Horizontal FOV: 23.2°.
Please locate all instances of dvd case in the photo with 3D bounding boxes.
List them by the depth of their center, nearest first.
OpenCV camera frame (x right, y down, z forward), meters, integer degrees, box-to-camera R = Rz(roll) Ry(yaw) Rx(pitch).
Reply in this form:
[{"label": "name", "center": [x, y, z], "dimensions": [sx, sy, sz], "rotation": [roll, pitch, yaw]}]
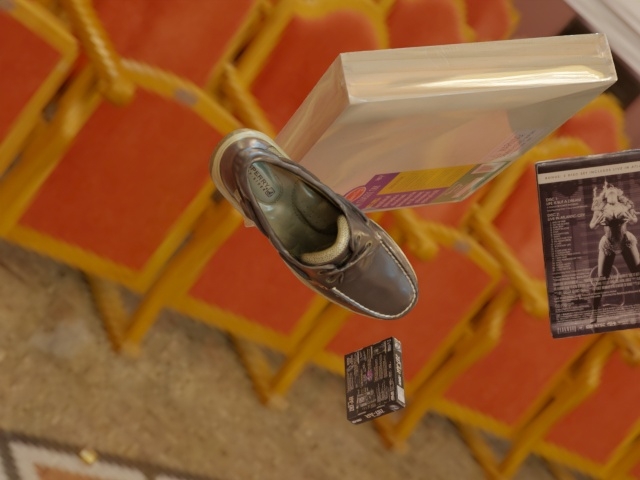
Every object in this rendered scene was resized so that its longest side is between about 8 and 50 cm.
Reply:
[{"label": "dvd case", "center": [0.342, 0.003, 1.825], "dimensions": [0.018, 0.164, 0.221], "rotation": [-90, 172, -68]}]

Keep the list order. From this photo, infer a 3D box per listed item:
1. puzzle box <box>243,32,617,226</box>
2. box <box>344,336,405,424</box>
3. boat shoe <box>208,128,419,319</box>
[{"label": "puzzle box", "center": [0.090, -0.105, 1.598], "dimensions": [0.272, 0.409, 0.052], "rotation": [-7, 77, -19]}, {"label": "box", "center": [0.059, 0.154, 1.716], "dimensions": [0.018, 0.067, 0.083], "rotation": [38, 38, -42]}, {"label": "boat shoe", "center": [0.000, -0.001, 1.275], "dimensions": [0.223, 0.080, 0.073], "rotation": [43, 4, -23]}]
